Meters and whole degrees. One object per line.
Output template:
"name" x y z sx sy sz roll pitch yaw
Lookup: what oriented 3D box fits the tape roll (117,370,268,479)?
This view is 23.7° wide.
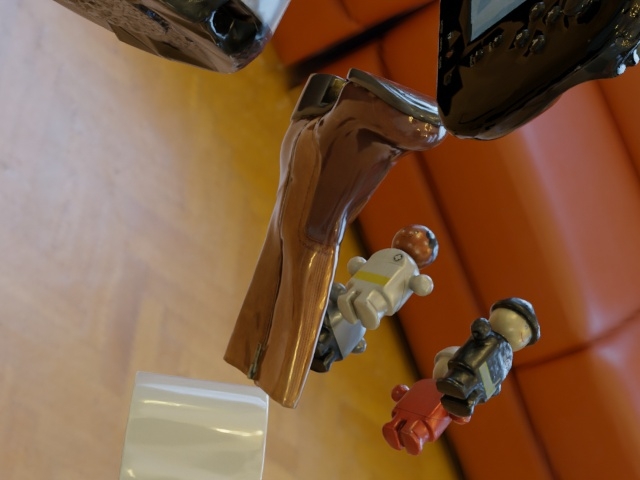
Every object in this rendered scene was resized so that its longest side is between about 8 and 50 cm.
"tape roll" -0.164 0.292 1.885 0.169 0.246 0.246 8 54 -5

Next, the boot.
"boot" 0.000 0.000 1.265 0.096 0.264 0.280 20 89 -27

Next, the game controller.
"game controller" 0.139 -0.204 0.961 0.067 0.166 0.319 38 41 -33

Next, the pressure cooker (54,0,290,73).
"pressure cooker" -0.131 -0.408 1.394 0.375 0.370 0.420 32 84 -52

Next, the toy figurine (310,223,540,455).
"toy figurine" 0.103 0.099 1.615 0.209 0.213 0.148 42 57 4
